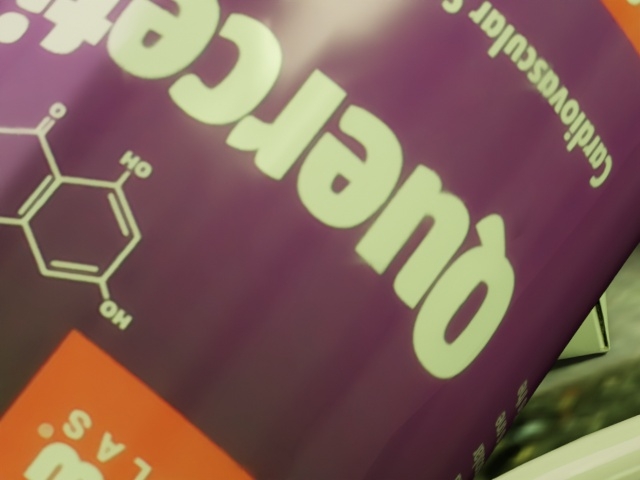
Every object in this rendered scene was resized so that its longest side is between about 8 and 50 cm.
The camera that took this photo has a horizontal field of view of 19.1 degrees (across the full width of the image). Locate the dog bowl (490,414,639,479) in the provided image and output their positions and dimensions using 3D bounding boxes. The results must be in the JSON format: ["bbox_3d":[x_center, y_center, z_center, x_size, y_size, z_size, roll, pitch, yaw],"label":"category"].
[{"bbox_3d":[0.070,0.144,0.249,0.349,0.102,0.349,-25,25,13],"label":"dog bowl"}]

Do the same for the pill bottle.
[{"bbox_3d":[-0.041,0.010,0.449,0.323,0.181,0.181,-53,30,-16],"label":"pill bottle"}]

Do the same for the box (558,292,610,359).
[{"bbox_3d":[0.000,0.000,0.640,0.186,0.038,0.145,-12,28,12],"label":"box"}]
